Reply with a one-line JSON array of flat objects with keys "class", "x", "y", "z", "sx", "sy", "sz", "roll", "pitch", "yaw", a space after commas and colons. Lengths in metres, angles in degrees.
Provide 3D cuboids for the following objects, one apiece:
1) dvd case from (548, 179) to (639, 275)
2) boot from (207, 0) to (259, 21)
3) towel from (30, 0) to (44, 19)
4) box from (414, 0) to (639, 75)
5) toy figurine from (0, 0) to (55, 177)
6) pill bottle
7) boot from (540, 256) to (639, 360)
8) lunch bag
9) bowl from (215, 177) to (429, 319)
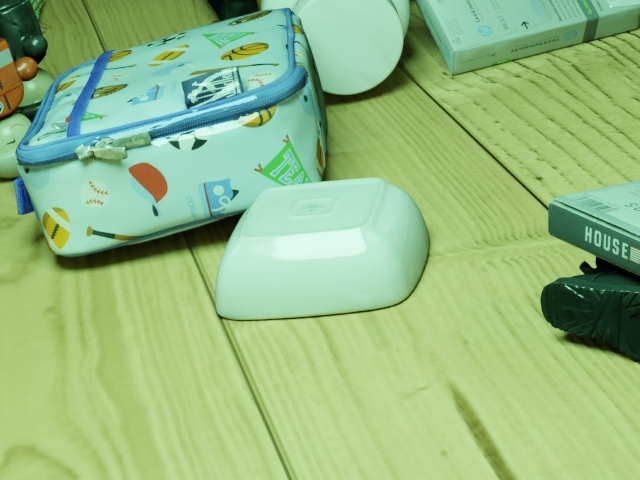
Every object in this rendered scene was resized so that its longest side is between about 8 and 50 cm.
[{"class": "dvd case", "x": 0.285, "y": -0.008, "z": 1.067, "sx": 0.239, "sy": 0.029, "sz": 0.179, "roll": -12, "pitch": 23, "yaw": -31}, {"class": "boot", "x": 0.018, "y": -0.368, "z": 1.975, "sx": 0.367, "sy": 0.146, "sz": 0.445, "roll": -22, "pitch": 20, "yaw": -6}, {"class": "towel", "x": -0.379, "y": -0.262, "z": 2.063, "sx": 0.110, "sy": 0.027, "sz": 0.148, "roll": -11, "pitch": 23, "yaw": 1}, {"class": "box", "x": 0.184, "y": -0.236, "z": 1.632, "sx": 0.186, "sy": 0.038, "sz": 0.145, "roll": -15, "pitch": 56, "yaw": -12}, {"class": "toy figurine", "x": -0.344, "y": -0.130, "z": 1.583, "sx": 0.210, "sy": 0.148, "sz": 0.213, "roll": -15, "pitch": 24, "yaw": 5}, {"class": "pill bottle", "x": 0.009, "y": -0.227, "z": 1.640, "sx": 0.136, "sy": 0.136, "sz": 0.245, "roll": -11, "pitch": 28, "yaw": -2}, {"class": "boot", "x": 0.203, "y": 0.033, "z": 1.057, "sx": 0.099, "sy": 0.045, "sz": 0.121, "roll": -21, "pitch": 25, "yaw": -40}, {"class": "lunch bag", "x": -0.119, "y": -0.090, "z": 1.395, "sx": 0.243, "sy": 0.115, "sz": 0.303, "roll": -13, "pitch": 18, "yaw": 5}, {"class": "bowl", "x": 0.000, "y": 0.000, "z": 1.213, "sx": 0.142, "sy": 0.053, "sz": 0.142, "roll": -4, "pitch": 23, "yaw": 12}]
